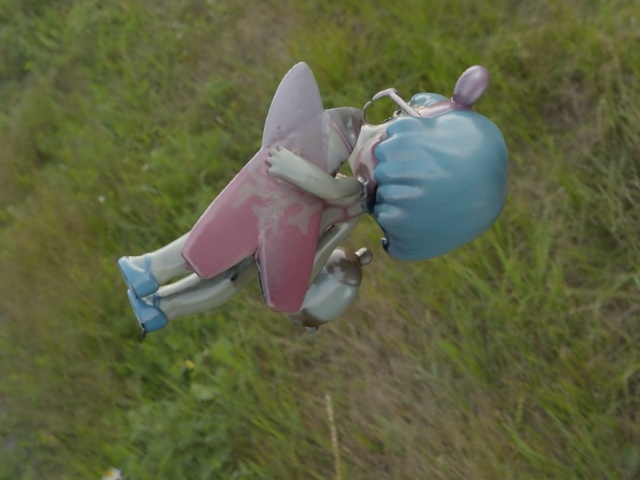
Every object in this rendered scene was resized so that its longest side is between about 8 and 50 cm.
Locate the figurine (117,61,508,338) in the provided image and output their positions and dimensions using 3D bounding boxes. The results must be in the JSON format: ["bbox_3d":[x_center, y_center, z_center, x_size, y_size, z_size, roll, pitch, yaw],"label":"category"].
[{"bbox_3d":[0.005,0.003,0.783,0.260,0.205,0.103,-25,44,-15],"label":"figurine"}]
